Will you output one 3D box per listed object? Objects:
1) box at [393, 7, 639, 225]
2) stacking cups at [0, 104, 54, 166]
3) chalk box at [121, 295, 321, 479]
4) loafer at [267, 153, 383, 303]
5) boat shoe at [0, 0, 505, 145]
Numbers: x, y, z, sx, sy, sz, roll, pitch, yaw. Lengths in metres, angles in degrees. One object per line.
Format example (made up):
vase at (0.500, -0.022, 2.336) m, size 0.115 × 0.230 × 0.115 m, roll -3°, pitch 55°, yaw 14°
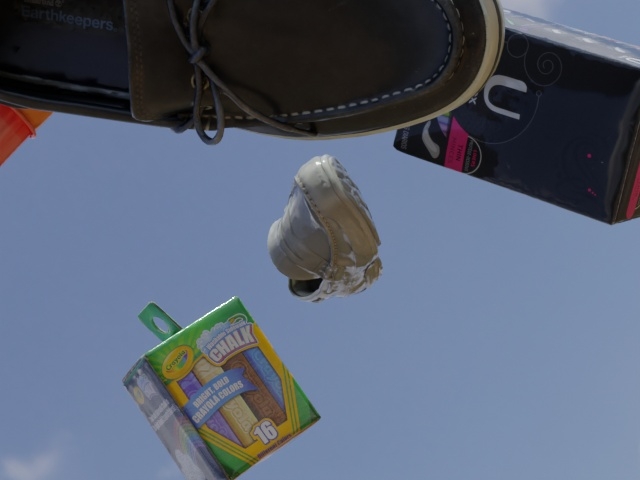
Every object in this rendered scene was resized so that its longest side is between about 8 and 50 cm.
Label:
box at (0.236, -0.137, 2.005) m, size 0.143 × 0.270 × 0.165 m, roll -11°, pitch -63°, yaw -55°
stacking cups at (-0.218, -0.182, 1.748) m, size 0.316 × 0.096 × 0.096 m, roll -52°, pitch -22°, yaw -11°
chalk box at (-0.124, 0.156, 2.119) m, size 0.132 × 0.213 × 0.132 m, roll -31°, pitch -6°, yaw -24°
loafer at (0.000, 0.000, 2.044) m, size 0.111 × 0.112 × 0.319 m, roll -25°, pitch -20°, yaw -4°
boat shoe at (-0.102, -0.168, 1.563) m, size 0.156 × 0.500 × 0.187 m, roll -46°, pitch -40°, yaw -66°
